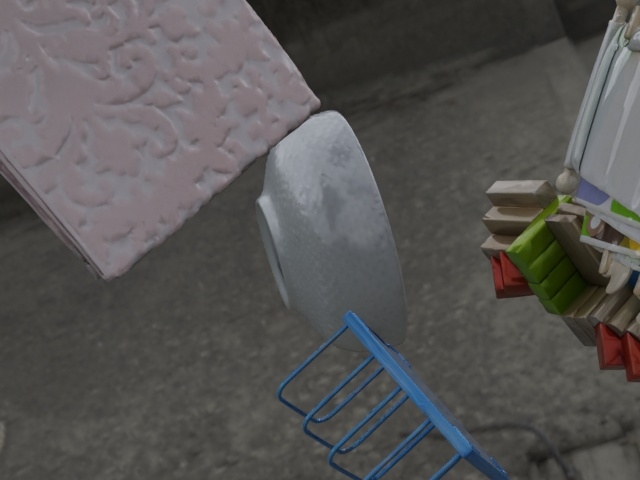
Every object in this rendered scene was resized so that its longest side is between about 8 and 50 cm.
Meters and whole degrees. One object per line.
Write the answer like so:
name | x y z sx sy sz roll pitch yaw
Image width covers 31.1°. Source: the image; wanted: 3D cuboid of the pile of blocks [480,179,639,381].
pile of blocks | 0.270 0.053 1.056 0.112 0.149 0.362 -45 45 -18

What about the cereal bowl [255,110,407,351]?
cereal bowl | 0.000 0.000 1.583 0.141 0.339 0.339 -17 13 -9

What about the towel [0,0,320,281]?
towel | -0.199 -0.167 1.150 0.332 0.317 0.053 -42 7 -32

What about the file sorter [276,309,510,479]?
file sorter | 0.060 0.169 1.004 0.104 0.118 0.170 -44 57 2

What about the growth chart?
growth chart | 0.202 -0.052 0.711 0.021 0.172 0.237 11 21 -14
